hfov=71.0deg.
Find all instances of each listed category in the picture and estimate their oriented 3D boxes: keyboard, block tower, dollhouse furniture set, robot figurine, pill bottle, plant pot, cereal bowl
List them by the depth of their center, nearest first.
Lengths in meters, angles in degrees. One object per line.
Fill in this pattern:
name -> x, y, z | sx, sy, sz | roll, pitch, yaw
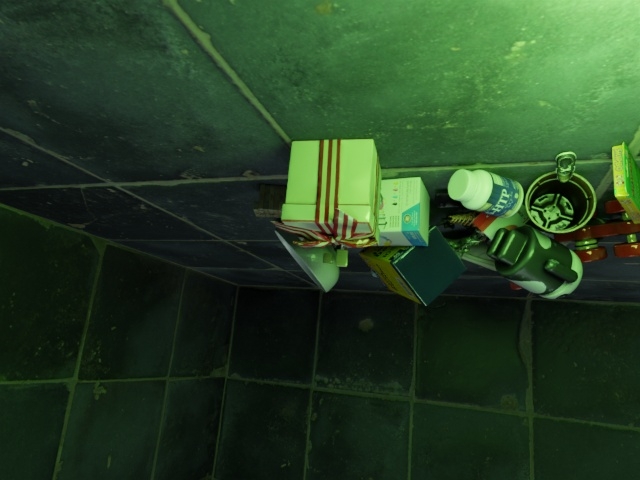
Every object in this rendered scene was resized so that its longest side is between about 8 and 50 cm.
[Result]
pill bottle -> 0.451, -0.133, 1.237 | 0.186, 0.112, 0.112 | 11, 165, -23
plant pot -> 0.658, -0.093, 1.254 | 0.166, 0.167, 0.165 | 0, 173, 21
robot figurine -> 0.644, 0.067, 1.351 | 0.278, 0.209, 0.174 | 27, 131, -12
keyboard -> 0.459, -0.136, 1.407 | 0.191, 0.038, 0.100 | -2, 147, 17
dollhouse furniture set -> 0.000, 0.000, 1.460 | 0.181, 0.161, 0.101 | 3, 166, 2
block tower -> -0.053, -0.122, 1.516 | 0.335, 0.097, 0.091 | 3, 166, 1
cereal bowl -> -0.035, 0.044, 1.867 | 0.339, 0.141, 0.339 | 49, 173, 8

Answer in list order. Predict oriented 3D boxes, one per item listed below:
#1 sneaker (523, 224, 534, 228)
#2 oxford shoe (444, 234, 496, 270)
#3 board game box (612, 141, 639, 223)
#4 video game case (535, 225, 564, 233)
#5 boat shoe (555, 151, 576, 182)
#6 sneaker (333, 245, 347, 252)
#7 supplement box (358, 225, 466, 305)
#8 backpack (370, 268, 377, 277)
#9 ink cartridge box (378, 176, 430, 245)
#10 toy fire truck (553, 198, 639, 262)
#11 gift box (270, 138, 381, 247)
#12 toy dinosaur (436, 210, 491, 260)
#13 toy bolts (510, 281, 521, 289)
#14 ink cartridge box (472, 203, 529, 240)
sneaker -> 0.713, -0.027, 1.654 | 0.157, 0.065, 0.061 | 8, 166, -8
oxford shoe -> 0.641, 0.037, 1.755 | 0.169, 0.130, 0.449 | 11, -174, -34
board game box -> 0.752, -0.134, 1.090 | 0.039, 0.124, 0.259 | -6, 162, 40
video game case -> 0.819, -0.026, 1.609 | 0.173, 0.022, 0.190 | -13, 166, 0
boat shoe -> 0.613, -0.183, 1.126 | 0.046, 0.038, 0.125 | 0, 165, 22
sneaker -> 0.123, -0.046, 1.784 | 0.118, 0.107, 0.279 | -24, 167, -23
supplement box -> 0.316, 0.071, 1.618 | 0.195, 0.194, 0.356 | 51, 172, -11
backpack -> 0.318, 0.137, 2.360 | 0.104, 0.115, 0.084 | 11, 165, -20
ink cartridge box -> 0.210, -0.083, 1.404 | 0.232, 0.172, 0.168 | -1, 164, 23
toy fire truck -> 0.907, -0.039, 1.384 | 0.253, 0.170, 0.302 | -9, 177, -37
gift box -> 0.026, -0.110, 1.188 | 0.254, 0.258, 0.276 | 0, 166, 19
toy dinosaur -> 0.524, -0.058, 1.517 | 0.321, 0.165, 0.218 | 31, 141, -32
toy bolts -> 0.966, 0.107, 2.063 | 0.228, 0.159, 0.218 | -17, -164, 34
ink cartridge box -> 0.569, -0.067, 1.395 | 0.145, 0.045, 0.179 | -48, 138, 13
